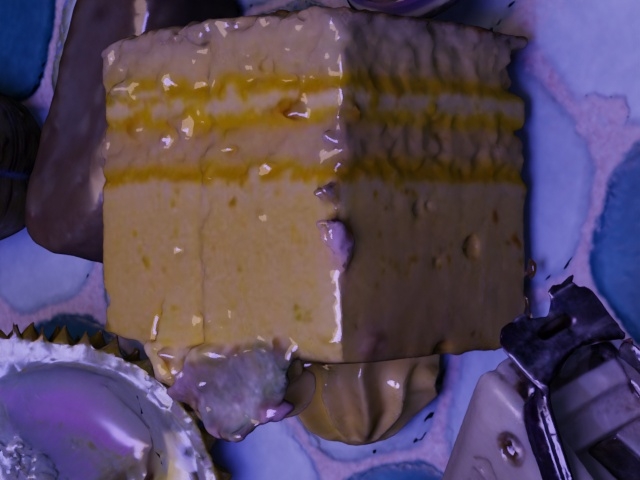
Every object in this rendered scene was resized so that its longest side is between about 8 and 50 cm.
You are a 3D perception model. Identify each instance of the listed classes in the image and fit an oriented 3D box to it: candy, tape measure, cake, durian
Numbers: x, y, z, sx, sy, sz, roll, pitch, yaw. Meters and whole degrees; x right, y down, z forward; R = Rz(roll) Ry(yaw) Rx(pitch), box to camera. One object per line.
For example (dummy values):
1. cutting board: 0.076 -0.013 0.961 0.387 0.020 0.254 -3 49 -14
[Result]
1. candy: -0.146 -0.095 1.484 0.102 0.104 0.234 25 106 39
2. tape measure: 0.171 0.194 1.168 0.231 0.133 0.271 49 147 28
3. cake: 0.000 0.000 1.300 0.222 0.227 0.286 -2 88 42
4. durian: -0.163 0.199 1.467 0.172 0.166 0.306 -8 96 39

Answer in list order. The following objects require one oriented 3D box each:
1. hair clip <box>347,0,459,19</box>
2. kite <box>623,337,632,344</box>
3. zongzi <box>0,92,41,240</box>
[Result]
1. hair clip: 0.061 -0.198 1.348 0.172 0.049 0.116 20 79 42
2. kite: 0.205 0.098 1.284 0.044 0.002 0.078 -47 64 28
3. zongzi: -0.381 -0.146 1.640 0.323 0.160 0.360 -13 77 31
